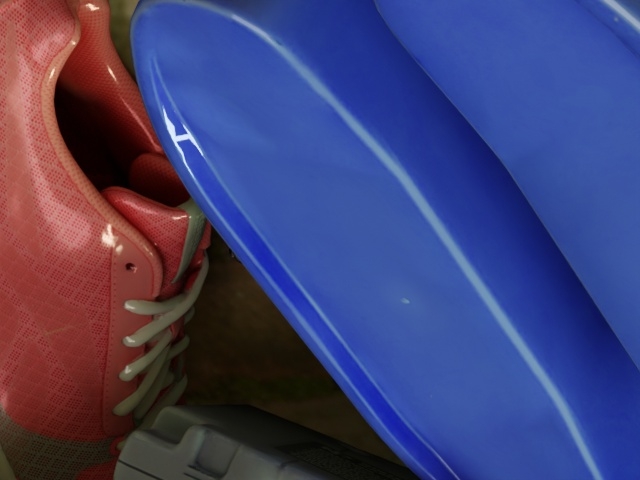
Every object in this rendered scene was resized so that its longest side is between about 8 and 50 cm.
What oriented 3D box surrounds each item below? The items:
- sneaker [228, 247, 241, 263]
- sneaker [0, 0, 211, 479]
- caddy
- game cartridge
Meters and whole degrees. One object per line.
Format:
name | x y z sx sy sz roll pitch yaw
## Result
sneaker | 0.000 0.000 0.634 0.098 0.038 0.069 11 129 28
sneaker | -0.103 0.024 0.637 0.136 0.116 0.314 -7 118 28
caddy | 0.105 -0.034 0.474 0.241 0.179 0.341 -3 131 50
game cartridge | 0.073 0.148 0.613 0.297 0.062 0.198 22 174 13
